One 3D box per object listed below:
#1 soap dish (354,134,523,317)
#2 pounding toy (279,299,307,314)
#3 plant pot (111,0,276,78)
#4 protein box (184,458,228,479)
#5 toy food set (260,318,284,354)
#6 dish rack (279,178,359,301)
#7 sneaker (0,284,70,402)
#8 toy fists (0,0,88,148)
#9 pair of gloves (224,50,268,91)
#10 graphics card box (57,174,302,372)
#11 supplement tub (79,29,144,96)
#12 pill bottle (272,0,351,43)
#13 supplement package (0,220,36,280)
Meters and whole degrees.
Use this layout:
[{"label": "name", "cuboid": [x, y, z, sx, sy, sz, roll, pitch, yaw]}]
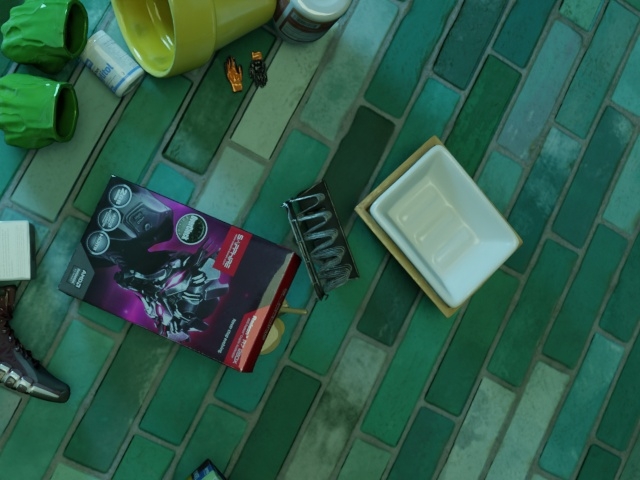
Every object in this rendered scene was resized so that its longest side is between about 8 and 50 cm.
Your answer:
[{"label": "soap dish", "cuboid": [0.233, -0.027, 1.551, 0.229, 0.118, 0.291, -43, 98, -12]}, {"label": "pounding toy", "cuboid": [-0.117, 0.116, 1.449, 0.130, 0.100, 0.141, -30, 81, -13]}, {"label": "plant pot", "cuboid": [-0.220, -0.445, 1.391, 0.239, 0.254, 0.254, -25, 95, -29]}, {"label": "protein box", "cuboid": [-0.210, 0.554, 1.411, 0.201, 0.136, 0.200, -42, 98, -12]}, {"label": "toy food set", "cuboid": [-0.116, 0.180, 1.505, 0.082, 0.020, 0.083, 26, 83, -12]}, {"label": "dish rack", "cuboid": [0.000, 0.000, 1.422, 0.074, 0.271, 0.208, -21, 94, 7]}, {"label": "sneaker", "cuboid": [-0.543, 0.166, 1.356, 0.281, 0.106, 0.163, 31, 70, -18]}, {"label": "toy fists", "cuboid": [-0.496, -0.298, 1.365, 0.142, 0.096, 0.279, 6, 88, 15]}, {"label": "pair of gloves", "cuboid": [-0.145, -0.331, 1.516, 0.083, 0.010, 0.074, -13, 91, -17]}, {"label": "graphics card box", "cuboid": [-0.249, 0.059, 1.381, 0.370, 0.094, 0.233, 23, 83, 8]}, {"label": "supplement tub", "cuboid": [-0.385, -0.324, 1.423, 0.107, 0.071, 0.071, 44, 79, -9]}, {"label": "pill bottle", "cuboid": [-0.024, -0.440, 1.444, 0.121, 0.216, 0.121, 0, 89, -15]}, {"label": "supplement package", "cuboid": [-0.594, 0.021, 1.342, 0.179, 0.105, 0.105, -2, 89, -15]}]
